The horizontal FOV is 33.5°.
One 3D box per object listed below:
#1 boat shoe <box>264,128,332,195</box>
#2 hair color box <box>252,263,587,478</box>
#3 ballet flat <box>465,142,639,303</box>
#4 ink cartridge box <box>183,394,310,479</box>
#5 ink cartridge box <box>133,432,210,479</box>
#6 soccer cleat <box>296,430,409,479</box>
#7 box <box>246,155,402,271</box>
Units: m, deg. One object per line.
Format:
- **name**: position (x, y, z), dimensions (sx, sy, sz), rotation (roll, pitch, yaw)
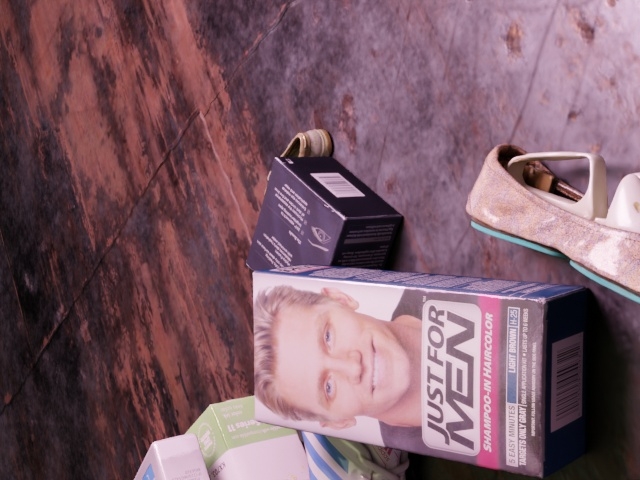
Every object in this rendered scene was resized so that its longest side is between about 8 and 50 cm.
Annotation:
- **boat shoe**: position (-0.041, -0.090, 1.382), dimensions (0.153, 0.048, 0.056), rotation (-45, 58, 46)
- **hair color box**: position (0.092, 0.123, 1.099), dimensions (0.347, 0.105, 0.173), rotation (3, 96, 37)
- **ballet flat**: position (0.250, -0.020, 0.952), dimensions (0.316, 0.108, 0.106), rotation (28, 109, 48)
- **ink cartridge box**: position (-0.080, 0.410, 1.429), dimensions (0.207, 0.119, 0.353), rotation (-51, 54, 44)
- **ink cartridge box**: position (-0.186, 0.434, 1.414), dimensions (0.261, 0.066, 0.296), rotation (67, 150, 26)
- **soccer cleat**: position (0.050, 0.293, 1.243), dimensions (0.143, 0.116, 0.331), rotation (-28, 71, 50)
- **box**: position (0.000, 0.000, 1.299), dimensions (0.156, 0.093, 0.158), rotation (44, 126, 42)
